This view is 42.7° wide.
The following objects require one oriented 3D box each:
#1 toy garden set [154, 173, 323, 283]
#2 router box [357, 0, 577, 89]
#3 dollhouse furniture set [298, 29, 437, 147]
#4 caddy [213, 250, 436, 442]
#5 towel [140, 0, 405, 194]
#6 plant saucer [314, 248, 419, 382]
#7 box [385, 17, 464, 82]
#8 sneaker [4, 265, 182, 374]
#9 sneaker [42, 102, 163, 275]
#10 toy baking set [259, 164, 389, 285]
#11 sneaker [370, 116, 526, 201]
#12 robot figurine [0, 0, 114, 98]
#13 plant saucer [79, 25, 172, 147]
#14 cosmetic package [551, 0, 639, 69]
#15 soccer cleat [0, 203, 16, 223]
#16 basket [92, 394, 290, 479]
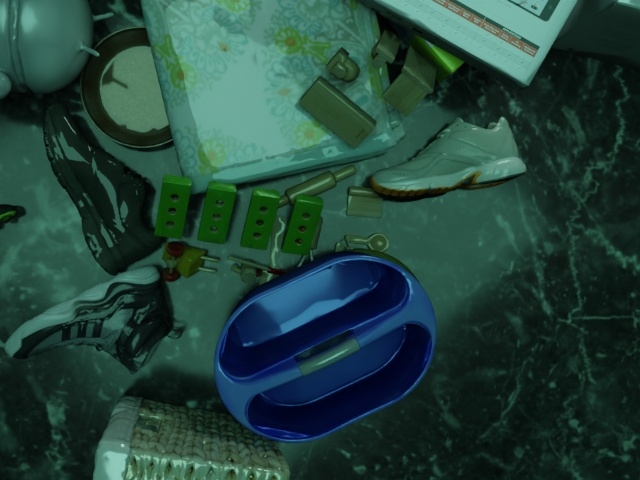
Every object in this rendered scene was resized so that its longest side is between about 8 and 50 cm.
[{"bbox_3d":[-0.139,-0.011,1.304,0.244,0.049,0.203,8,130,-12],"label":"toy garden set"},{"bbox_3d":[0.236,-0.438,1.226,0.336,0.082,0.301,29,96,-1],"label":"router box"},{"bbox_3d":[0.077,-0.246,1.286,0.144,0.123,0.151,38,120,-10],"label":"dollhouse furniture set"},{"bbox_3d":[0.006,0.158,1.243,0.341,0.179,0.241,-26,99,-2],"label":"caddy"},{"bbox_3d":[-0.068,-0.264,1.315,0.375,0.090,0.320,-14,94,-11],"label":"towel"},{"bbox_3d":[0.065,0.134,1.355,0.241,0.037,0.240,-1,97,-6],"label":"plant saucer"},{"bbox_3d":[0.160,-0.343,1.337,0.042,0.109,0.178,-42,93,1],"label":"box"},{"bbox_3d":[-0.356,0.158,1.305,0.269,0.101,0.153,-27,90,-6],"label":"sneaker"},{"bbox_3d":[-0.349,-0.093,1.315,0.130,0.109,0.286,-25,102,-10],"label":"sneaker"},{"bbox_3d":[-0.001,-0.007,1.367,0.256,0.030,0.196,-20,92,-4],"label":"toy baking set"},{"bbox_3d":[0.203,-0.138,1.359,0.263,0.099,0.121,-10,84,-12],"label":"sneaker"},{"bbox_3d":[-0.503,-0.329,1.241,0.354,0.199,0.299,4,57,-5],"label":"robot figurine"},{"bbox_3d":[-0.290,-0.249,1.341,0.199,0.036,0.198,0,90,-4],"label":"plant saucer"},{"bbox_3d":[0.589,-0.331,1.283,0.378,0.284,0.097,13,88,-5],"label":"cosmetic package"},{"bbox_3d":[-0.581,-0.044,1.310,0.179,0.060,0.072,-12,90,-1],"label":"soccer cleat"},{"bbox_3d":[-0.208,0.426,1.213,0.267,0.328,0.331,8,89,-8],"label":"basket"}]
